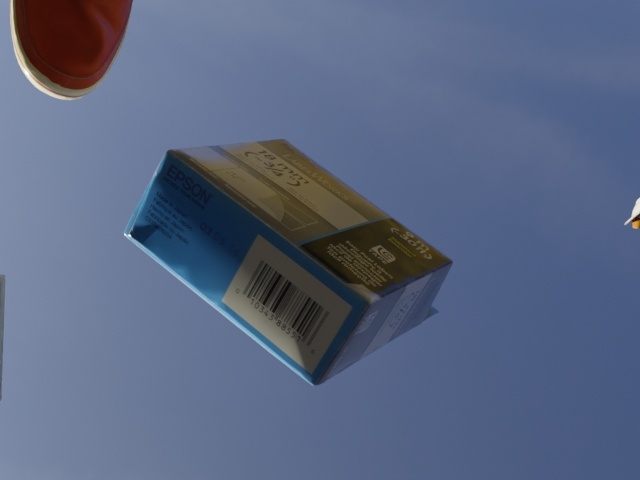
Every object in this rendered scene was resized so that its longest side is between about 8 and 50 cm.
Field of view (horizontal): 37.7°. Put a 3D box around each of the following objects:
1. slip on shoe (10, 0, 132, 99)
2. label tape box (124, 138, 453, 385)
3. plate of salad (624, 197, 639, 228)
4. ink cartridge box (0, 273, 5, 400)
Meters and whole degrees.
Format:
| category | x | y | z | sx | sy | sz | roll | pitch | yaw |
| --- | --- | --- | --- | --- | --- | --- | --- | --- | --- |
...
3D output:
| category | x | y | z | sx | sy | sz | roll | pitch | yaw |
| --- | --- | --- | --- | --- | --- | --- | --- | --- | --- |
| slip on shoe | -0.221 | -0.302 | 0.936 | 0.101 | 0.123 | 0.331 | -2 | -110 | 62 |
| label tape box | 0.000 | 0.000 | 0.971 | 0.240 | 0.333 | 0.106 | 37 | -68 | 17 |
| plate of salad | 0.463 | -0.076 | 1.161 | 0.200 | 0.200 | 0.048 | -36 | -102 | -9 |
| ink cartridge box | -0.432 | 0.110 | 1.083 | 0.179 | 0.045 | 0.145 | -4 | -97 | 36 |
